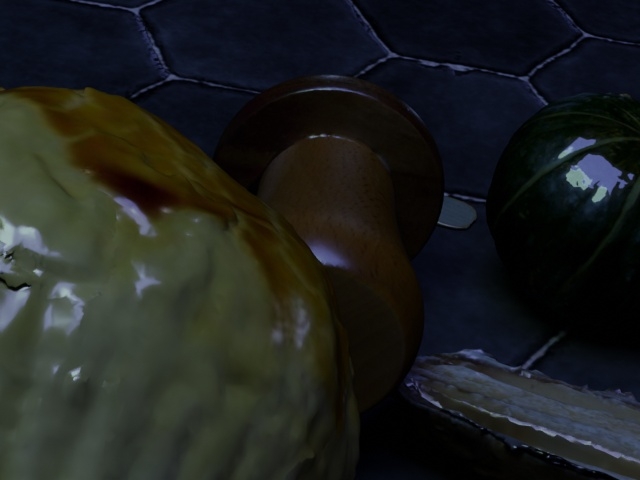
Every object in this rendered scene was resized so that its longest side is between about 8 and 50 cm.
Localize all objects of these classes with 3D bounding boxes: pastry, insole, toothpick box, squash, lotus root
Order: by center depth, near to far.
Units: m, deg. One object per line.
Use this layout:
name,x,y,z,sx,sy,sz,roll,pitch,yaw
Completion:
pastry,-0.157,0.079,0.743,0.388,0.388,0.312,15,64,9
lotus root,0.193,0.164,0.956,0.329,0.078,0.167,18,17,18
toothpick box,0.000,0.000,1.015,0.192,0.192,0.294,8,31,-1
squash,0.246,-0.025,1.130,0.218,0.172,0.218,11,32,-7
insole,0.058,-0.049,1.263,0.188,0.004,0.064,20,39,15
